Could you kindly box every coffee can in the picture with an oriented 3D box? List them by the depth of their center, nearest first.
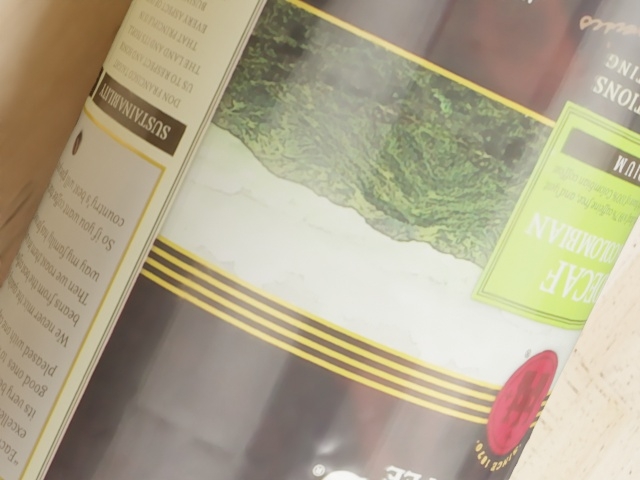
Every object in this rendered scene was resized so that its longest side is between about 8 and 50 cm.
[{"bbox_3d":[0.000,0.000,0.657,0.201,0.201,0.275,19,99,-42],"label":"coffee can"}]
